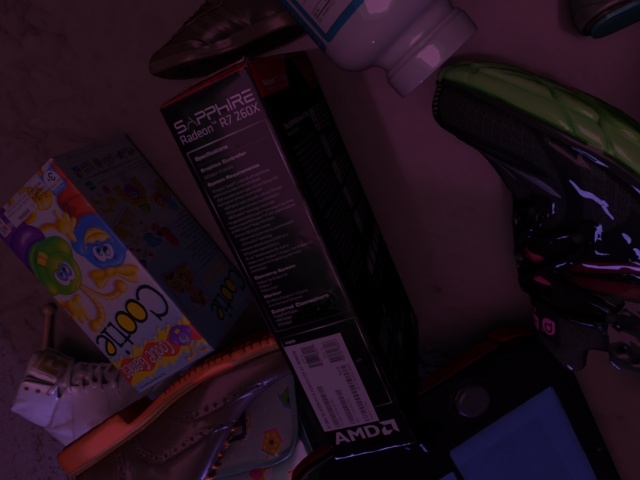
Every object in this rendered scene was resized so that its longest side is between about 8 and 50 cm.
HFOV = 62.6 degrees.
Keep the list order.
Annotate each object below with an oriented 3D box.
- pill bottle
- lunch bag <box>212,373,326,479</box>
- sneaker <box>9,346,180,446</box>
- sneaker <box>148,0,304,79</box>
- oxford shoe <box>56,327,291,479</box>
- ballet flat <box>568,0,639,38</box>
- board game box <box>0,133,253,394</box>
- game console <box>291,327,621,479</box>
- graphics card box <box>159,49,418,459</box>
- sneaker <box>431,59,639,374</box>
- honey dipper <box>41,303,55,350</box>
[{"bbox_3d":[0.023,-0.261,0.483,0.146,0.146,0.264,-40,99,25],"label":"pill bottle"},{"bbox_3d":[-0.070,0.293,0.732,0.224,0.160,0.262,-25,91,25],"label":"lunch bag"},{"bbox_3d":[-0.347,0.214,0.779,0.293,0.108,0.169,-37,114,25],"label":"sneaker"},{"bbox_3d":[-0.108,-0.235,0.582,0.189,0.066,0.071,-14,91,14],"label":"sneaker"},{"bbox_3d":[-0.143,0.223,0.657,0.364,0.130,0.132,-33,85,9],"label":"oxford shoe"},{"bbox_3d":[0.329,-0.247,0.458,0.213,0.072,0.068,-16,77,17],"label":"ballet flat"},{"bbox_3d":[-0.239,0.028,0.669,0.142,0.144,0.275,-33,100,24],"label":"board game box"},{"bbox_3d":[0.196,0.326,0.638,0.342,0.060,0.386,-32,106,-8],"label":"game console"},{"bbox_3d":[0.000,0.000,0.548,0.094,0.232,0.370,-21,106,17],"label":"graphics card box"},{"bbox_3d":[0.272,0.020,0.516,0.483,0.185,0.202,45,111,-5],"label":"sneaker"},{"bbox_3d":[-0.442,0.170,0.845,0.031,0.030,0.160,18,112,7],"label":"honey dipper"}]
